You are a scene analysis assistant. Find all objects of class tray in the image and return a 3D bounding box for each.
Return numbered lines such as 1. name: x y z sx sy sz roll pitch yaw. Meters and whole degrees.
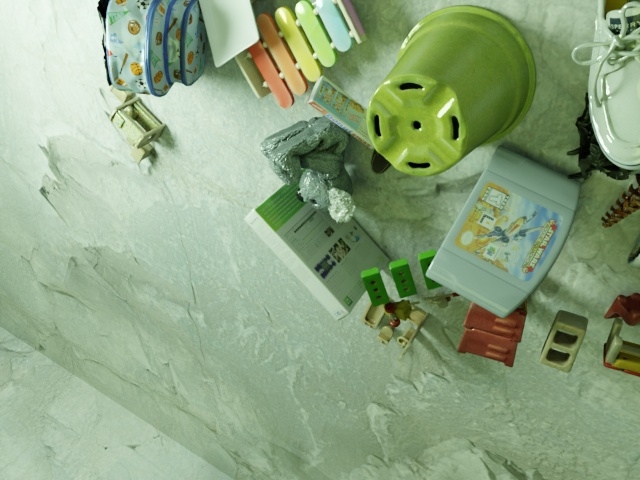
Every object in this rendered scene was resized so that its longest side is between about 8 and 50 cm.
1. tray: -0.199 -0.519 1.222 0.145 0.030 0.270 -16 87 42

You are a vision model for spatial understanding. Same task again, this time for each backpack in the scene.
1. backpack: -0.371 -0.445 1.294 0.213 0.263 0.277 9 128 10

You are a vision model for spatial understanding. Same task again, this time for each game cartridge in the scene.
1. game cartridge: 0.359 -0.014 1.110 0.198 0.062 0.297 29 89 22

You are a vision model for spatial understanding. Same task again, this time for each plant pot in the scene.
1. plant pot: 0.214 -0.246 1.035 0.276 0.254 0.276 18 131 23

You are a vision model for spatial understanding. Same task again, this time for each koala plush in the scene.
1. koala plush: 0.005 -0.153 1.305 0.203 0.196 0.221 -28 115 -1

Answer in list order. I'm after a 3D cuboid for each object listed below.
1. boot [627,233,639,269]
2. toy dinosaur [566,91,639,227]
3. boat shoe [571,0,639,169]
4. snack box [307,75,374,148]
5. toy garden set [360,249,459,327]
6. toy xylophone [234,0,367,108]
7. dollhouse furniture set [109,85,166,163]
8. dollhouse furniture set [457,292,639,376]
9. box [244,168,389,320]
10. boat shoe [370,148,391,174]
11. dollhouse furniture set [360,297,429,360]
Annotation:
1. boot: 0.642 -0.025 1.008 0.123 0.095 0.258 21 133 12
2. toy dinosaur: 0.542 -0.148 0.962 0.218 0.164 0.322 14 112 8
3. boat shoe: 0.435 -0.286 0.804 0.135 0.156 0.367 7 94 40
4. snack box: 0.058 -0.266 1.213 0.178 0.064 0.022 31 160 -25
5. toy garden set: 0.235 0.102 1.370 0.244 0.049 0.204 -17 131 7
6. toy xylophone: -0.055 -0.436 1.207 0.322 0.081 0.236 -26 104 43
7. dollhouse furniture set: -0.556 -0.322 1.626 0.182 0.101 0.161 46 135 -2
8. dollhouse furniture set: 0.492 0.169 1.195 0.374 0.201 0.152 16 129 17
9. box: 0.000 0.000 1.381 0.322 0.232 0.058 49 134 -5
10. boat shoe: 0.142 -0.200 1.263 0.056 0.049 0.152 33 135 9
11. dollhouse furniture set: 0.170 0.229 1.506 0.151 0.123 0.144 31 134 12
